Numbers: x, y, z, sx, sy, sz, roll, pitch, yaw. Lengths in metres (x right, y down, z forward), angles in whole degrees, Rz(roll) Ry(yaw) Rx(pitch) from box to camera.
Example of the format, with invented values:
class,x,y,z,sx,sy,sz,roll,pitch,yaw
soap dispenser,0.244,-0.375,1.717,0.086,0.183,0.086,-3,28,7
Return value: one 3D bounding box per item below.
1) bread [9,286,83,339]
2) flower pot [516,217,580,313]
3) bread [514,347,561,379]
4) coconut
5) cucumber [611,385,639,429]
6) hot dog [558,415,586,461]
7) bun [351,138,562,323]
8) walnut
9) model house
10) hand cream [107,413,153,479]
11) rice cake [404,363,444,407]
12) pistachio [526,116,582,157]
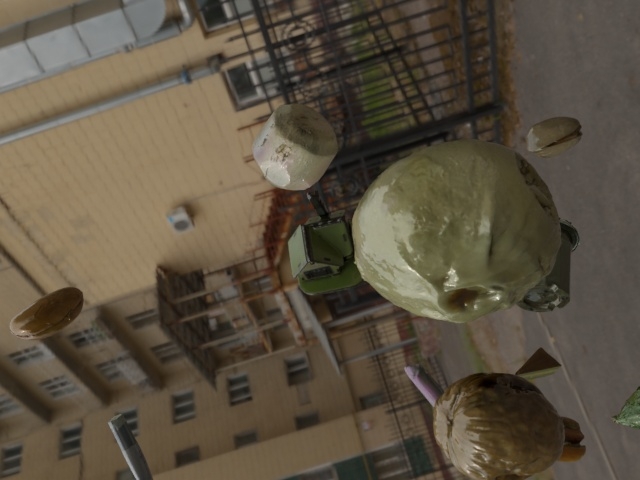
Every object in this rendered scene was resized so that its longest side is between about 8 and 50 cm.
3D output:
class,x,y,z,sx,sy,sz,roll,pitch,yaw
bread,-0.660,0.184,1.713,0.077,0.189,0.114,50,165,20
flower pot,0.756,0.092,2.432,0.290,0.290,0.259,70,-156,-54
bread,0.662,0.411,2.174,0.084,0.139,0.074,44,152,19
coconut,-0.061,-0.181,1.447,0.170,0.183,0.171,27,-148,-18
cucumber,0.810,0.381,1.665,0.134,0.244,0.134,55,-165,-22
hot dog,0.568,0.531,1.931,0.100,0.337,0.135,107,169,-50
bun,0.232,0.016,1.168,0.364,0.364,0.202,71,-172,-49
walnut,0.254,0.264,0.990,0.155,0.184,0.155,-172,90,-70
model house,0.000,0.000,1.918,0.279,0.204,0.218,61,-163,-65
hand cream,-0.535,0.621,2.021,0.079,0.048,0.255,-56,-58,-83
rice cake,0.305,0.409,1.753,0.270,0.049,0.055,51,163,23
pistachio,0.635,-0.282,1.911,0.113,0.149,0.113,34,-135,-43
